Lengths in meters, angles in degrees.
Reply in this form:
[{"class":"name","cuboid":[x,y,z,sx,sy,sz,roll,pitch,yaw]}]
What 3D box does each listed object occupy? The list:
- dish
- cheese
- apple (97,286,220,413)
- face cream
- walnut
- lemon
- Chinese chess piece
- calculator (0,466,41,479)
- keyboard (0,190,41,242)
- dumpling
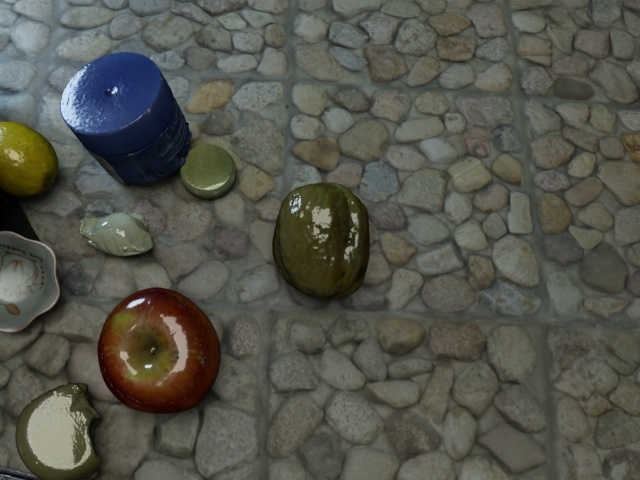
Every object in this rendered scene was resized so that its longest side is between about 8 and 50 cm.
[{"class":"dish","cuboid":[-0.703,0.094,1.351,0.229,0.081,0.230,2,82,-11]},{"class":"cheese","cuboid":[-0.537,0.418,1.241,0.175,0.091,0.203,-28,75,-15]},{"class":"apple","cuboid":[-0.342,0.239,1.271,0.271,0.206,0.252,31,80,10]},{"class":"face cream","cuboid":[-0.461,-0.289,1.435,0.248,0.225,0.249,-4,64,7]},{"class":"walnut","cuboid":[0.000,0.000,1.384,0.282,0.227,0.283,-5,81,35]},{"class":"lemon","cuboid":[-0.732,-0.196,1.425,0.207,0.170,0.170,39,70,10]},{"class":"Chinese chess piece","cuboid":[-0.287,-0.176,1.515,0.143,0.058,0.144,1,69,-3]},{"class":"calculator","cuboid":[-0.601,0.569,1.208,0.273,0.028,0.166,13,68,0]},{"class":"keyboard","cuboid":[-0.800,-0.086,1.448,0.103,0.041,0.381,-32,81,-17]},{"class":"dumpling","cuboid":[-0.475,-0.024,1.428,0.169,0.100,0.134,0,30,17]}]
